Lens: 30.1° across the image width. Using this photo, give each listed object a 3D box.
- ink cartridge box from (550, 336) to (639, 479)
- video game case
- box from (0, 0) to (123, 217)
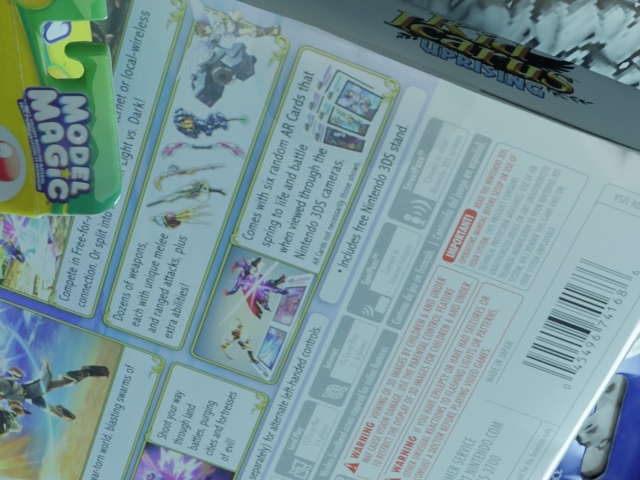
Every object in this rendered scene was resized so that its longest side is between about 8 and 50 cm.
[{"bbox_3d":[0.285,0.105,0.554,0.371,0.069,0.175,2,124,-2],"label":"ink cartridge box"},{"bbox_3d":[-0.022,0.030,0.459,0.244,0.061,0.269,20,122,-4],"label":"video game case"},{"bbox_3d":[-0.136,-0.068,0.368,0.179,0.043,0.105,9,116,24],"label":"box"}]
